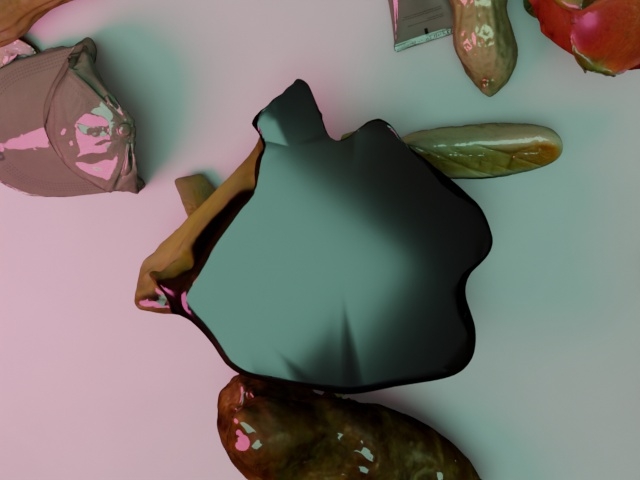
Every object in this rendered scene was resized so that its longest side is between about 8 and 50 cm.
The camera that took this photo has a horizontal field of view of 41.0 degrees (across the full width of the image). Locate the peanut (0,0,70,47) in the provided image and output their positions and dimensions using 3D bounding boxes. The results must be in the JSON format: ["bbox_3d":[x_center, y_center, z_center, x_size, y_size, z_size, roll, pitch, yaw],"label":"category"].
[{"bbox_3d":[-0.356,-0.345,1.041,0.313,0.149,0.149,-28,101,14],"label":"peanut"}]

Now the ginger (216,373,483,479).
[{"bbox_3d":[0.036,0.292,1.142,0.418,0.254,0.176,27,85,-20],"label":"ginger"}]

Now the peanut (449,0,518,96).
[{"bbox_3d":[0.189,-0.260,0.998,0.082,0.082,0.187,-9,106,12],"label":"peanut"}]

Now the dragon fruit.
[{"bbox_3d":[0.322,-0.297,0.900,0.224,0.224,0.227,17,114,4],"label":"dragon fruit"}]

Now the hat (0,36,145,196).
[{"bbox_3d":[-0.343,-0.129,1.099,0.245,0.149,0.214,-17,109,4],"label":"hat"}]

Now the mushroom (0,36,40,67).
[{"bbox_3d":[-0.419,-0.253,1.137,0.101,0.019,0.049,11,110,6],"label":"mushroom"}]

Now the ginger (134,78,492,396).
[{"bbox_3d":[0.000,0.000,1.073,0.414,0.211,0.358,16,96,-5],"label":"ginger"}]

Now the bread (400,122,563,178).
[{"bbox_3d":[0.188,-0.113,1.059,0.214,0.053,0.073,-3,134,15],"label":"bread"}]

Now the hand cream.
[{"bbox_3d":[0.105,-0.325,1.013,0.087,0.054,0.186,-16,110,7],"label":"hand cream"}]
